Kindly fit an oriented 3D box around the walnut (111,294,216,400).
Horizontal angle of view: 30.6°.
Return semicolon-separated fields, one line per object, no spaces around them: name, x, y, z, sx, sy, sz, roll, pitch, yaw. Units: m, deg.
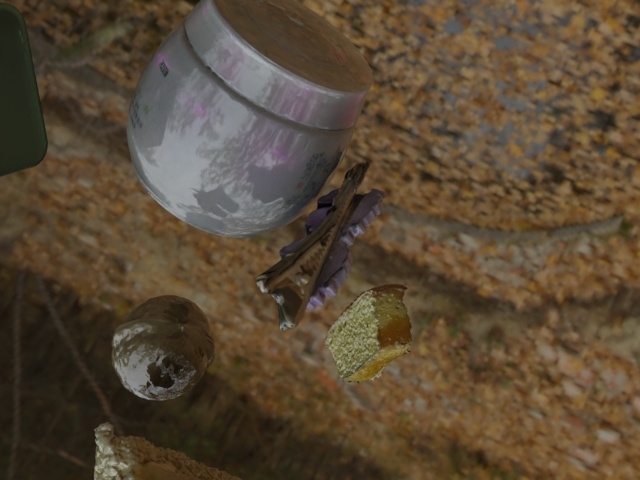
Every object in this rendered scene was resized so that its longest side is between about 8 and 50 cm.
walnut;-0.214;0.146;1.584;0.140;0.140;0.162;29;147;-3

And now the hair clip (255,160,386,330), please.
hair clip;0.000;0.000;1.385;0.106;0.292;0.084;-15;118;37

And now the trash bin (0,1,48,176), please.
trash bin;-0.497;-0.202;1.474;0.343;0.158;0.223;13;117;43

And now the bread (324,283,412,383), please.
bread;0.071;0.138;1.714;0.065;0.103;0.187;0;154;-31

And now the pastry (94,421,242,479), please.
pastry;-0.160;0.311;1.351;0.089;0.121;0.258;-20;138;35

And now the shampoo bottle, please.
shampoo bottle;-0.091;-0.165;1.468;0.273;0.266;0.273;25;-152;-14
